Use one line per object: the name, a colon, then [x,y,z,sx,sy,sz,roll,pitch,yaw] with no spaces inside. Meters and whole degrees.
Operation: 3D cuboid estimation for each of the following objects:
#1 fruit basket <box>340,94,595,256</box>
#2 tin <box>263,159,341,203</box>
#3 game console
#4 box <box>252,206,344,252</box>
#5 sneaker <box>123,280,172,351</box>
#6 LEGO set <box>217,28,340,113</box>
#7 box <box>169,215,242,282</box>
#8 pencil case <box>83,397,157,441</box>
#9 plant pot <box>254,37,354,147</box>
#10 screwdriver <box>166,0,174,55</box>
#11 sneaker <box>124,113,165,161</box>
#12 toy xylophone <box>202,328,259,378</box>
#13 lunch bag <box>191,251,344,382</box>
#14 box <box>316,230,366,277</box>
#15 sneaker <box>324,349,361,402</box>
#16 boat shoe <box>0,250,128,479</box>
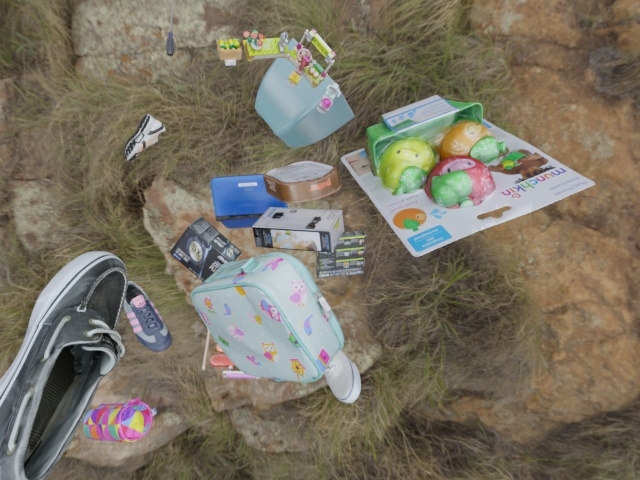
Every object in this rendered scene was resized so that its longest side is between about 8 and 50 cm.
fruit basket: [0.239,-0.142,0.768,0.326,0.353,0.166,-21,125,-4]
tin: [-0.035,-0.105,0.706,0.106,0.189,0.040,-16,111,-19]
game console: [-0.275,-0.154,1.690,0.292,0.173,0.251,-4,108,0]
box: [-0.075,-0.043,1.468,0.289,0.169,0.087,5,120,18]
sneaker: [-0.672,0.284,1.556,0.112,0.131,0.319,-30,55,-34]
LEGO set: [-0.074,-0.404,0.891,0.286,0.107,0.132,23,79,-16]
box: [-0.371,0.040,1.332,0.180,0.078,0.147,43,121,-6]
pencil case: [-0.541,0.480,1.096,0.104,0.236,0.105,29,51,-42]
plant pot: [-0.073,-0.468,1.419,0.252,0.247,0.247,-42,73,9]
screwdriver: [-0.454,-0.647,1.251,0.024,0.025,0.170,3,87,3]
sneaker: [-0.344,-0.193,0.802,0.109,0.043,0.040,-42,58,22]
toy xylophone: [-0.282,0.343,1.400,0.235,0.323,0.081,-2,131,-10]
lunch bag: [-0.100,0.132,0.731,0.108,0.279,0.224,-40,108,-42]
box: [0.077,0.055,1.591,0.190,0.045,0.184,-5,120,-7]
sneaker: [0.020,0.319,1.086,0.091,0.258,0.094,28,102,-31]
boat shoe: [-0.323,0.154,0.549,0.118,0.121,0.336,-4,48,13]
